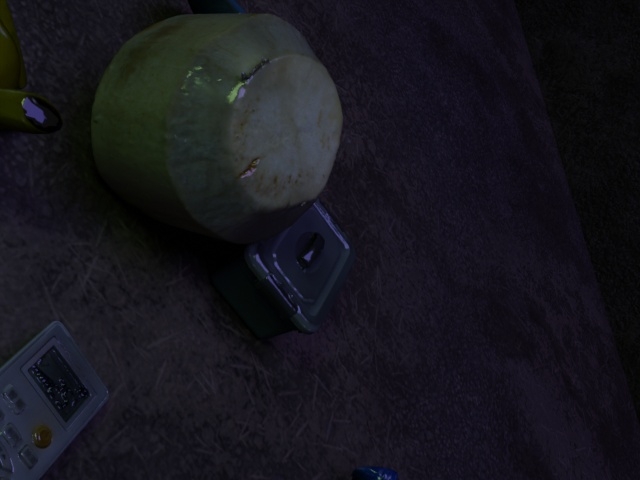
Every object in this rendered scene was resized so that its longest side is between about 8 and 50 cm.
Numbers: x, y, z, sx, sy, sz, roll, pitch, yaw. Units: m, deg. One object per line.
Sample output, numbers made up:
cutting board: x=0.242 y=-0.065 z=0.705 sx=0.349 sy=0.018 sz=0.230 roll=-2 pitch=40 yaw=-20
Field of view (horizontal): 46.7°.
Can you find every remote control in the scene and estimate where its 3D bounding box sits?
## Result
remote control: x=-0.324 y=0.205 z=0.699 sx=0.109 sy=0.055 sz=0.313 roll=61 pitch=29 yaw=-16

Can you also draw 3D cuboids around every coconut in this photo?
coconut: x=-0.139 y=-0.147 z=0.980 sx=0.323 sy=0.323 sz=0.323 roll=32 pitch=46 yaw=-39

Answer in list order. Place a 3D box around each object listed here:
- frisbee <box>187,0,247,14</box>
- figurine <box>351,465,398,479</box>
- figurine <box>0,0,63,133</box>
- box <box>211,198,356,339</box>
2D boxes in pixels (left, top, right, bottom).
frisbee: x=-0.130 y=-0.296 z=1.170 sx=0.289 sy=0.049 sz=0.289 roll=47 pitch=-5 yaw=5
figurine: x=0.094 y=0.454 z=1.035 sx=0.164 sy=0.121 sz=0.262 roll=31 pitch=48 yaw=-44
figurine: x=-0.410 y=-0.230 z=0.769 sx=0.169 sy=0.218 sz=0.326 roll=-29 pitch=102 yaw=-16
box: x=-0.049 y=0.034 z=1.107 sx=0.162 sy=0.130 sz=0.227 roll=52 pitch=35 yaw=-16
